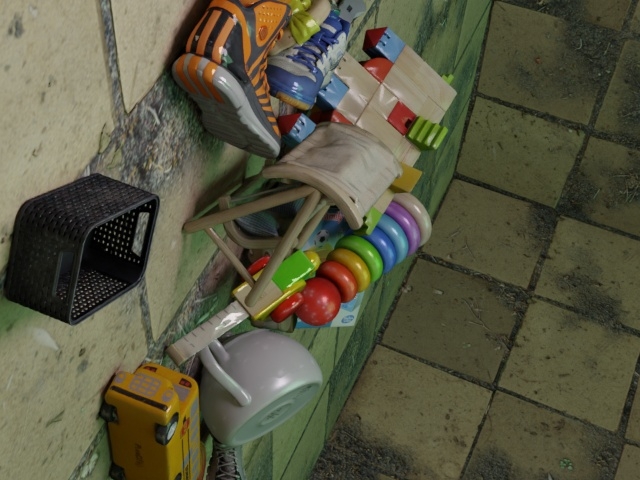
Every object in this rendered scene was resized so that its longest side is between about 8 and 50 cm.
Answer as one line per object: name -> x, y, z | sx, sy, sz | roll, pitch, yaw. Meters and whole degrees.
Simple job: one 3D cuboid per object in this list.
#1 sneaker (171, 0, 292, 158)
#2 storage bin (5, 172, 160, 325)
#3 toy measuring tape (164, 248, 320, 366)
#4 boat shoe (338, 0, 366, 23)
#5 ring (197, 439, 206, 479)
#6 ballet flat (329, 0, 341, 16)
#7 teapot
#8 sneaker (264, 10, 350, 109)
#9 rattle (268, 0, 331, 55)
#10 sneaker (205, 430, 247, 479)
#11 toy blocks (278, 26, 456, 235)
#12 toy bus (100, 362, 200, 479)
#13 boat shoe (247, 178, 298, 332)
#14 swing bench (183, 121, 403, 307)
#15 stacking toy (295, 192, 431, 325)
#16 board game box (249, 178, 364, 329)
sneaker -> -0.093, -0.239, 1.443 | 0.321, 0.124, 0.180 | 67, 45, -72
storage bin -> -0.266, 0.006, 1.172 | 0.180, 0.084, 0.122 | -42, 150, -67
toy measuring tape -> -0.131, 0.121, 1.789 | 0.330, 0.121, 0.121 | -36, 153, -24
boat shoe -> 0.046, -0.430, 1.953 | 0.040, 0.049, 0.142 | -38, -171, 33
ring -> -0.305, 0.536, 1.969 | 0.336, 0.032, 0.337 | 21, 90, -78
ballet flat -> 0.011, -0.417, 1.825 | 0.114, 0.041, 0.041 | -30, 138, -73
teapot -> -0.134, 0.250, 1.929 | 0.252, 0.187, 0.256 | -23, 158, -35
sneaker -> -0.024, -0.300, 1.647 | 0.131, 0.111, 0.296 | -59, -177, 23
rattle -> -0.063, -0.377, 1.581 | 0.130, 0.142, 0.200 | -40, -158, 31
sneaker -> -0.195, 0.437, 2.072 | 0.132, 0.086, 0.229 | 83, 4, -68
toy blocks -> 0.073, -0.239, 1.910 | 0.381, 0.261, 0.190 | -58, -156, -16
toy bus -> -0.258, 0.308, 1.626 | 0.333, 0.108, 0.130 | 96, 18, -48
boat shoe -> -0.090, 0.027, 1.921 | 0.109, 0.098, 0.302 | -65, 158, -68
swing bench -> -0.033, -0.066, 1.626 | 0.254, 0.165, 0.253 | -37, -175, 28
stacking toy -> 0.070, 0.044, 1.948 | 0.330, 0.141, 0.141 | -46, 156, -33
board game box -> 0.002, 0.011, 2.079 | 0.253, 0.079, 0.336 | 1, 112, -43
